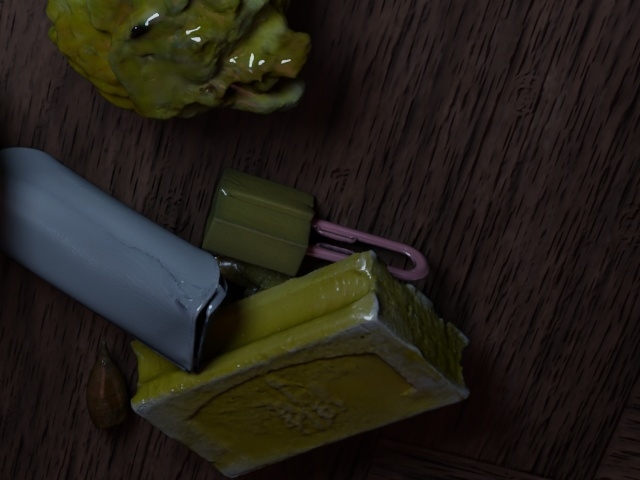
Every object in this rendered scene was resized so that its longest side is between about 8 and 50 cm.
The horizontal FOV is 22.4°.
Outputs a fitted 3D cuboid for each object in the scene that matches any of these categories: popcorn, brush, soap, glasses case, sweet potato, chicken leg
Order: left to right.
[{"bbox_3d":[-0.236,0.158,1.787,0.049,0.049,0.117,2,123,2],"label":"sweet potato"},{"bbox_3d":[-0.217,0.018,1.646,0.308,0.083,0.128,31,138,22],"label":"glasses case"},{"bbox_3d":[-0.132,-0.203,1.492,0.266,0.192,0.233,29,125,6],"label":"popcorn"},{"bbox_3d":[-0.049,0.046,1.708,0.178,0.070,0.093,11,126,5],"label":"chicken leg"},{"bbox_3d":[-0.024,0.136,1.683,0.315,0.091,0.199,-22,135,26],"label":"soap"},{"bbox_3d":[0.000,0.000,1.655,0.233,0.103,0.047,17,123,-8],"label":"brush"}]
